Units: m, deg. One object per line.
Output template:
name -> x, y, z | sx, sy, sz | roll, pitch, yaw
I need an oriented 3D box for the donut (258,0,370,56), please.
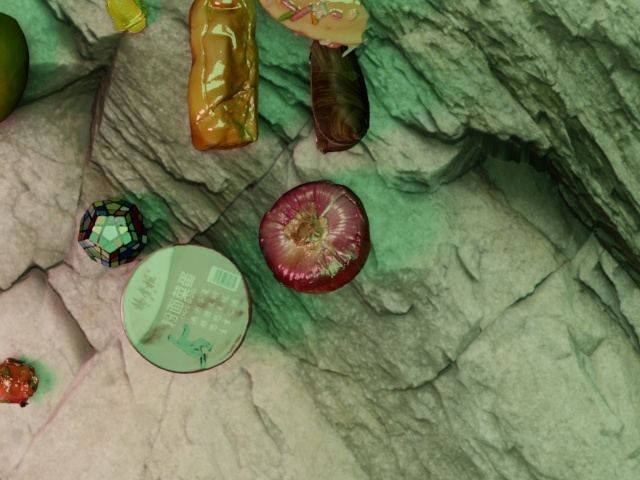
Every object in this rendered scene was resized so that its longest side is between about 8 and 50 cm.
donut -> 0.012, -0.557, 1.795 | 0.307, 0.150, 0.371 | 27, 71, 4

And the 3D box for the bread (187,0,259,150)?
bread -> -0.183, -0.317, 1.798 | 0.132, 0.167, 0.295 | -1, 91, -7

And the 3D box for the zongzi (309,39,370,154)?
zongzi -> 0.043, -0.294, 1.788 | 0.111, 0.241, 0.248 | -6, 91, -11

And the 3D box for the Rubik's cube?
Rubik's cube -> -0.389, -0.015, 1.803 | 0.133, 0.133, 0.112 | -32, 70, -6

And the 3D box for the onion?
onion -> 0.000, 0.000, 1.836 | 0.229, 0.163, 0.230 | -6, 72, 20

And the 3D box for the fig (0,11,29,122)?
fig -> -0.624, -0.321, 1.752 | 0.203, 0.203, 0.225 | 30, 50, -6

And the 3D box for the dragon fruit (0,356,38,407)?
dragon fruit -> -0.584, 0.261, 1.798 | 0.116, 0.086, 0.081 | 15, 127, 1

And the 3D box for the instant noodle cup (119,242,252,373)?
instant noodle cup -> -0.248, 0.121, 1.786 | 0.234, 0.178, 0.235 | 0, 90, -8

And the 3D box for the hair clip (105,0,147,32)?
hair clip -> -0.393, -0.469, 1.834 | 0.072, 0.046, 0.173 | -37, 93, 4
